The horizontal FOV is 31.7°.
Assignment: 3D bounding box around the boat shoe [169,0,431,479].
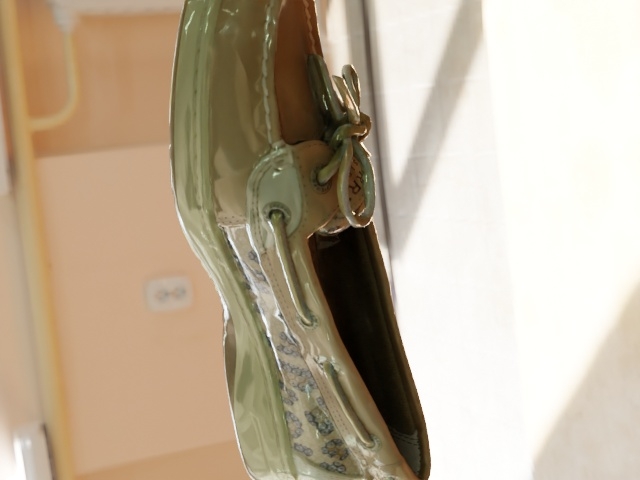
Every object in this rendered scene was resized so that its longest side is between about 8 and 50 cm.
[{"bbox_3d":[0.000,0.000,0.524,0.104,0.089,0.285,-59,-33,-49],"label":"boat shoe"}]
